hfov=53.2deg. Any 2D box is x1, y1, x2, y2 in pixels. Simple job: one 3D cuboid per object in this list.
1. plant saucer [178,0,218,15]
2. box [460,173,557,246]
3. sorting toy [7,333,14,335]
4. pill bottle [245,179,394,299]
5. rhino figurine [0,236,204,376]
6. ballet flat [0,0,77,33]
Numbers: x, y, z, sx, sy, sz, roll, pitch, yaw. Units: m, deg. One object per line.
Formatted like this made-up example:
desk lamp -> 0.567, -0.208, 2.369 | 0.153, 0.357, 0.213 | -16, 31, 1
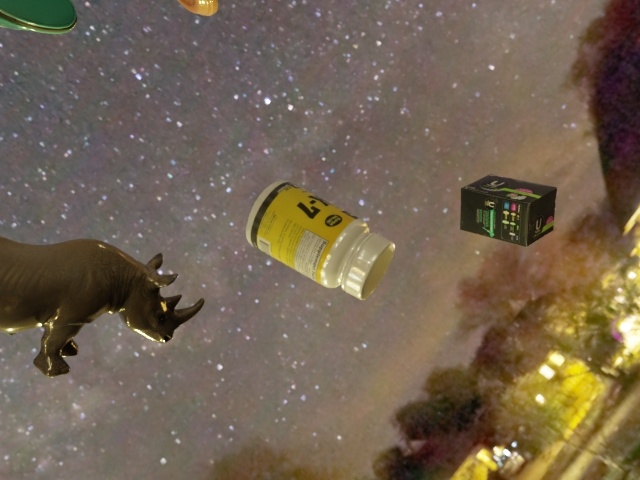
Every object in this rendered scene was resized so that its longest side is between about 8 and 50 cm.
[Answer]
plant saucer -> -0.289, -0.549, 1.319 | 0.037, 0.200, 0.200 | -41, -25, -13
box -> 0.204, -0.034, 0.697 | 0.062, 0.083, 0.052 | -25, -59, -40
sorting toy -> -0.569, 0.123, 1.130 | 0.061, 0.042, 0.101 | -92, 2, -47
pill bottle -> 0.000, 0.000, 0.987 | 0.119, 0.209, 0.119 | -51, -21, -29
rhino figurine -> -0.207, 0.048, 0.511 | 0.243, 0.073, 0.106 | 4, -78, -30
ballet flat -> -0.460, -0.332, 0.855 | 0.247, 0.087, 0.083 | 8, -102, -40
